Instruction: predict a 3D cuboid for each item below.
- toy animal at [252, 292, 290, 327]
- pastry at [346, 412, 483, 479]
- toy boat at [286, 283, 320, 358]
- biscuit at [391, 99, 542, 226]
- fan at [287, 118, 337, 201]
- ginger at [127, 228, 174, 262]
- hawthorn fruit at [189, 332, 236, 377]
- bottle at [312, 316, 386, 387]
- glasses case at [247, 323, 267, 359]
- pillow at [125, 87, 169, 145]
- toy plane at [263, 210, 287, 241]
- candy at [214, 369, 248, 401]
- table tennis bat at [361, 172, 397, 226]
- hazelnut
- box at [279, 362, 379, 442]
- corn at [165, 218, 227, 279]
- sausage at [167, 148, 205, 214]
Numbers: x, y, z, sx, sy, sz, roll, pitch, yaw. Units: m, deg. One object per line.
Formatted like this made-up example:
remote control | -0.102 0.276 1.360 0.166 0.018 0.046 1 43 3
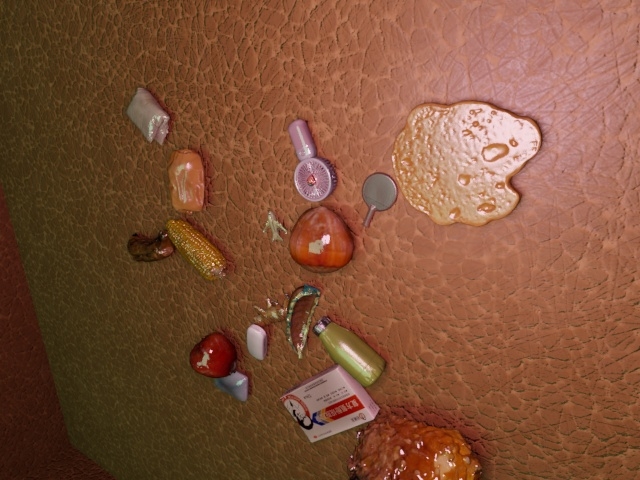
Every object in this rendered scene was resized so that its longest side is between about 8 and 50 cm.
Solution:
toy animal | -0.170 0.260 1.511 0.241 0.057 0.099 -20 104 34
pastry | 0.273 0.735 1.237 0.405 0.337 0.293 0 130 33
toy boat | -0.071 0.273 1.422 0.099 0.108 0.293 42 130 46
biscuit | 0.347 -0.186 1.009 0.351 0.057 0.312 4 111 32
fan | -0.034 -0.238 1.216 0.130 0.074 0.244 -17 98 36
ginger | -0.714 0.028 1.728 0.309 0.107 0.133 -2 84 34
hawthorn fruit | -0.429 0.484 1.691 0.202 0.185 0.185 39 126 -7
bottle | 0.087 0.357 1.346 0.260 0.112 0.112 40 124 13
glasses case | -0.246 0.398 1.590 0.076 0.049 0.197 24 135 19
pillow | -0.633 -0.460 1.503 0.181 0.077 0.134 47 123 12
toy plane | -0.157 -0.048 1.386 0.102 0.040 0.111 1 108 30
candy | -0.386 0.610 1.764 0.174 0.071 0.138 17 116 25
table tennis bat | 0.135 -0.100 1.137 0.107 0.119 0.170 30 120 20
hazelnut | 0.000 0.000 1.222 0.214 0.176 0.215 15 115 36
box | 0.023 0.604 1.514 0.214 0.069 0.353 52 128 4
corn | -0.473 0.034 1.570 0.322 0.119 0.119 45 125 10
sausage | -0.484 -0.210 1.479 0.136 0.120 0.241 26 121 34
